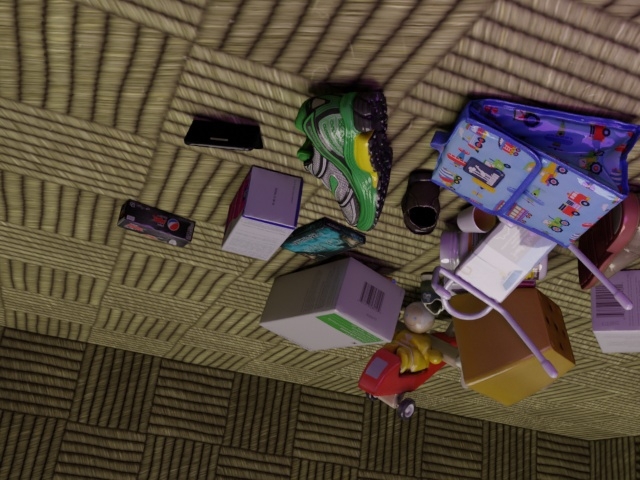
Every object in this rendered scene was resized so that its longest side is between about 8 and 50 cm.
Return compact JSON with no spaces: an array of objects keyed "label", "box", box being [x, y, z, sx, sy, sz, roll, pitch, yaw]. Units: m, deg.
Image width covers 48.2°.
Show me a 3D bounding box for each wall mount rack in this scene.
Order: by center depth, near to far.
[{"label":"wall mount rack","box":[0.397,0.084,1.377,0.304,0.130,0.350,34,120,-5]}]

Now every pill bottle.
[{"label":"pill bottle","box":[0.362,0.022,1.497,0.215,0.117,0.117,1,157,15]}]

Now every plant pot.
[{"label":"plant pot","box":[0.428,0.217,1.559,0.187,0.212,0.212,-25,143,30]}]

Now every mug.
[{"label":"mug","box":[0.315,-0.039,1.445,0.078,0.062,0.064,31,158,-23]}]

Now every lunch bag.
[{"label":"lunch bag","box":[0.326,-0.129,1.175,0.293,0.138,0.221,19,159,3]}]

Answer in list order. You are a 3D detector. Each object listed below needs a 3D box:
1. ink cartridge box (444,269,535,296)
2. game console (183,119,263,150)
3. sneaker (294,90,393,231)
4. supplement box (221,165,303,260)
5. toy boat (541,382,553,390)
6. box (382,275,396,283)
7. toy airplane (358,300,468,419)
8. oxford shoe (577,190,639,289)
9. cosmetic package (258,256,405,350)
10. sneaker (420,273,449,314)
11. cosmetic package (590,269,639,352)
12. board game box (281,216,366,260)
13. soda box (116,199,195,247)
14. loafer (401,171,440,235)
[{"label":"ink cartridge box","box":[0.401,0.099,1.676,0.197,0.114,0.273,0,157,16]},{"label":"game console","box":[-0.170,-0.170,1.270,0.122,0.107,0.071,6,129,3]},{"label":"sneaker","box":[0.044,-0.138,1.234,0.146,0.134,0.343,9,150,15]},{"label":"supplement box","box":[-0.124,-0.050,1.486,0.114,0.111,0.220,13,157,-14]},{"label":"toy boat","box":[0.655,0.392,2.318,0.231,0.151,0.151,16,-173,-18]},{"label":"box","box":[0.131,0.114,1.914,0.136,0.028,0.081,14,157,-9]},{"label":"toy airplane","box":[0.293,0.283,1.985,0.386,0.384,0.272,-2,116,3]},{"label":"oxford shoe","box":[0.598,0.015,1.410,0.130,0.123,0.348,0,158,3]},{"label":"cosmetic package","box":[0.023,0.176,1.877,0.197,0.155,0.365,30,152,-25]},{"label":"sneaker","box":[0.303,0.158,1.886,0.064,0.086,0.192,-3,156,25]},{"label":"cosmetic package","box":[0.733,0.172,1.699,0.151,0.151,0.183,-5,156,27]},{"label":"board game box","box":[0.000,0.000,1.680,0.126,0.026,0.186,23,153,-32]},{"label":"soda box","box":[-0.383,-0.038,1.674,0.169,0.053,0.060,21,154,-28]},{"label":"loafer","box":[0.196,-0.055,1.416,0.080,0.078,0.220,3,157,10]}]
